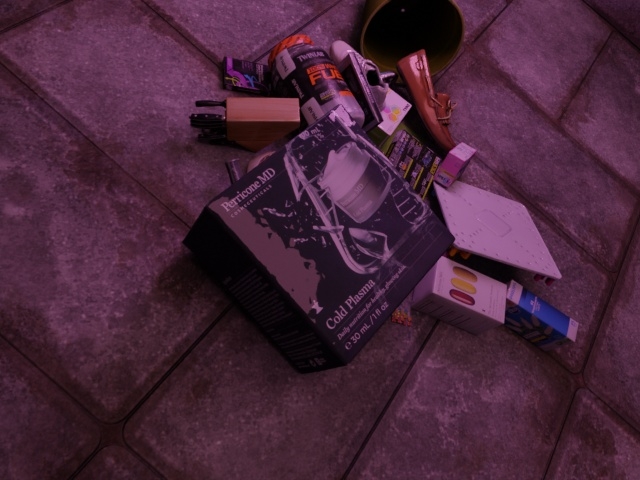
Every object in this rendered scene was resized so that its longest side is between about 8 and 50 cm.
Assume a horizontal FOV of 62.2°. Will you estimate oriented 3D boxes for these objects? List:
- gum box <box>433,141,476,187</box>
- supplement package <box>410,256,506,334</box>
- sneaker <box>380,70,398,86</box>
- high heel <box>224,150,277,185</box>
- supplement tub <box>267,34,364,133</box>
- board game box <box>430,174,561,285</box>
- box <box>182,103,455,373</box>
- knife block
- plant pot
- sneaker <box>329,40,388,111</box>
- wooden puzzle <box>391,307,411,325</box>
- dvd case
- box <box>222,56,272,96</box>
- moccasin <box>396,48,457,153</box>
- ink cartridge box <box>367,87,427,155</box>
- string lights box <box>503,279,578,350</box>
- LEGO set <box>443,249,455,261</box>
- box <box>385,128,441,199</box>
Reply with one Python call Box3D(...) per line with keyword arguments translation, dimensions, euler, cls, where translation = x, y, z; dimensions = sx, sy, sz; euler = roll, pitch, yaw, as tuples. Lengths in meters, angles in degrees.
Box3D(translation=(0.464, -0.262, 1.816), dimensions=(0.062, 0.107, 0.188), euler=(34, 33, 13), cls="gum box")
Box3D(translation=(0.419, 0.169, 1.608), dimensions=(0.244, 0.134, 0.139), euler=(23, 58, -11), cls="supplement package")
Box3D(translation=(0.165, -0.577, 1.884), dimensions=(0.275, 0.107, 0.110), euler=(-15, 66, -34), cls="sneaker")
Box3D(translation=(-0.157, -0.164, 1.579), dimensions=(0.261, 0.093, 0.186), euler=(-21, 97, -43), cls="high heel")
Box3D(translation=(-0.022, -0.470, 1.693), dimensions=(0.207, 0.207, 0.338), euler=(-23, 76, -30), cls="supplement tub")
Box3D(translation=(0.555, -0.042, 1.743), dimensions=(0.390, 0.050, 0.390), euler=(17, 37, -15), cls="board game box")
Box3D(translation=(0.000, 0.000, 1.366), dimensions=(0.472, 0.297, 0.480), euler=(48, 60, -3), cls="box")
Box3D(translation=(-0.229, -0.362, 1.538), dimensions=(0.242, 0.276, 0.088), euler=(24, 53, -46), cls="knife block")
Box3D(translation=(0.311, -0.837, 1.961), dimensions=(0.367, 0.366, 0.353), euler=(11, 50, -18), cls="plant pot")
Box3D(translation=(0.132, -0.561, 1.744), dimensions=(0.110, 0.118, 0.292), euler=(-29, 74, -19), cls="sneaker")
Box3D(translation=(0.235, 0.223, 1.579), dimensions=(0.083, 0.006, 0.049), euler=(15, 60, -16), cls="wooden puzzle")
Box3D(translation=(0.105, -0.461, 1.730), dimensions=(0.030, 0.179, 0.238), euler=(-21, 88, -29), cls="dvd case")
Box3D(translation=(-0.238, -0.537, 1.739), dimensions=(0.162, 0.029, 0.116), euler=(5, 64, -22), cls="box")
Box3D(translation=(0.406, -0.490, 1.889), dimensions=(0.380, 0.147, 0.139), euler=(67, 16, 3), cls="moccasin")
Box3D(translation=(0.259, -0.392, 1.841), dimensions=(0.255, 0.097, 0.189), euler=(36, 57, -2), cls="ink cartridge box")
Box3D(translation=(0.659, 0.240, 1.677), dimensions=(0.260, 0.133, 0.076), euler=(32, 58, -5), cls="string lights box")
Box3D(translation=(0.405, 0.031, 1.697), dimensions=(0.227, 0.087, 0.093), euler=(-25, 83, -46), cls="LEGO set")
Box3D(translation=(0.295, -0.242, 1.762), dimensions=(0.184, 0.045, 0.190), euler=(32, 73, -24), cls="box")
